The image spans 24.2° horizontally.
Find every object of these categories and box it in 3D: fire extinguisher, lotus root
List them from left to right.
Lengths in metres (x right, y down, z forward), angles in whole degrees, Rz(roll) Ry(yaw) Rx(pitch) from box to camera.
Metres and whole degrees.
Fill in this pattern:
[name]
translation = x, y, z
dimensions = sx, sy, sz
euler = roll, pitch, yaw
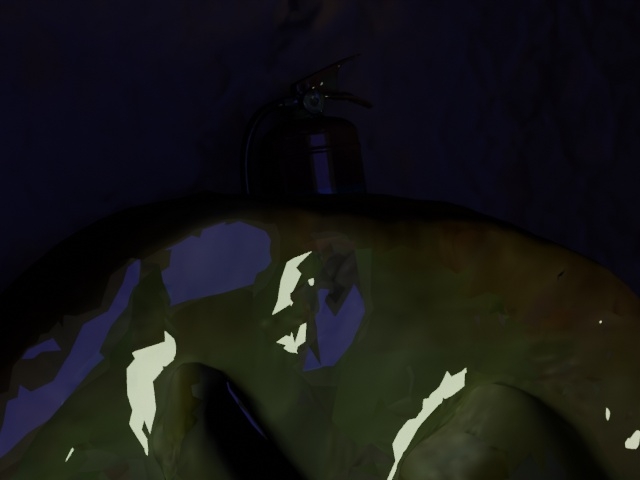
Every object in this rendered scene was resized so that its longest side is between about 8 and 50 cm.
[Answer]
[fire extinguisher]
translation = 0.000, 0.000, 0.546
dimensions = 0.056, 0.039, 0.132
euler = -9, 93, -23
[lotus root]
translation = 0.018, 0.170, 0.496
dimensions = 0.375, 0.111, 0.390
euler = -8, 100, -22
